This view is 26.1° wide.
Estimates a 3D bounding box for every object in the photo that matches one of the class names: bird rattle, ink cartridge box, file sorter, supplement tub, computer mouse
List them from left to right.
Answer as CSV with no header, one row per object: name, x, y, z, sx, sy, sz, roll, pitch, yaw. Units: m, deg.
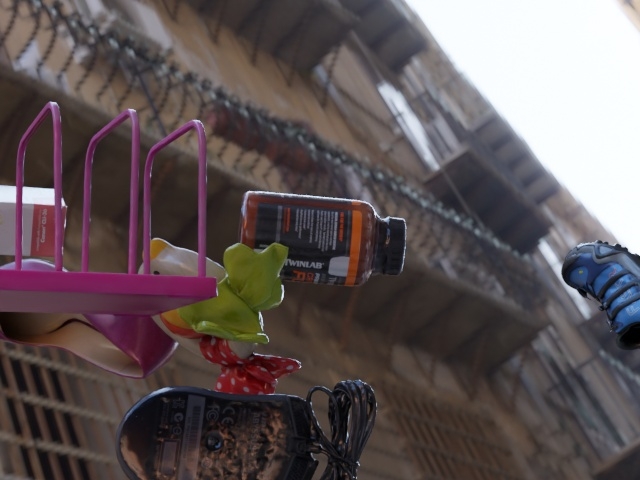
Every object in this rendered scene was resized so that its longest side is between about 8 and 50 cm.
ink cartridge box,-0.408,-0.028,1.643,0.198,0.115,0.067,3,-78,-17
file sorter,-0.268,-0.029,1.313,0.291,0.182,0.202,3,-10,-23
bird rattle,-0.118,0.086,1.613,0.143,0.207,0.253,-53,-19,-25
computer mouse,-0.081,0.230,1.464,0.272,0.188,0.072,6,-19,12
supplement tub,0.000,0.000,1.650,0.198,0.106,0.106,5,-44,-3

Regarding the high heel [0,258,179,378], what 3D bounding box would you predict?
high heel,-0.360,0.117,1.846,0.377,0.181,0.127,-8,-58,22

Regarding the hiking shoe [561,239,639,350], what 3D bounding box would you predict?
hiking shoe,0.442,0.087,2.007,0.113,0.304,0.132,38,-101,-30
